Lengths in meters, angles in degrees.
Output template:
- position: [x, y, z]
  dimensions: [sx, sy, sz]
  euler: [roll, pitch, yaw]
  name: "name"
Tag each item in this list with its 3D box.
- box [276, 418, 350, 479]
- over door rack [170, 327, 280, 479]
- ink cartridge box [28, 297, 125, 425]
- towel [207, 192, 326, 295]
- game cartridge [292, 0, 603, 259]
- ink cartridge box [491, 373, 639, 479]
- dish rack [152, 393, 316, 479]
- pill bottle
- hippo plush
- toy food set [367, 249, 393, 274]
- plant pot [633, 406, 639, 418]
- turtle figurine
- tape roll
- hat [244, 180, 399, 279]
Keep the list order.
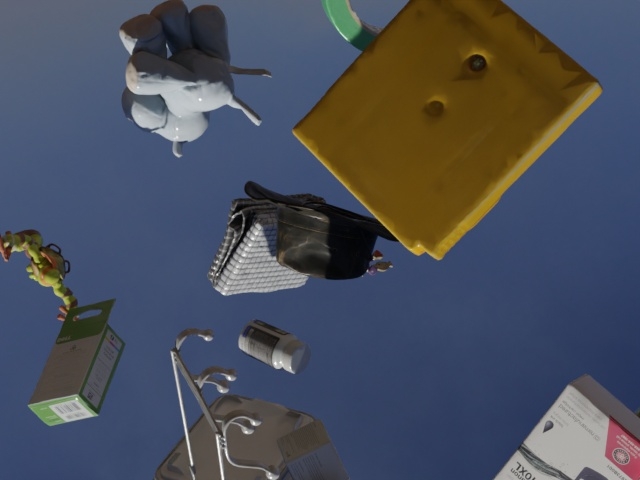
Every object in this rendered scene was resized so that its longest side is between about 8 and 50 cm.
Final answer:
- position: [-0.011, 0.380, 1.834]
  dimensions: [0.087, 0.101, 0.102]
  euler: [-25, -162, -4]
  name: "box"
- position: [-0.155, 0.326, 1.634]
  dimensions: [0.108, 0.324, 0.239]
  euler: [-5, -151, -24]
  name: "over door rack"
- position: [-0.400, 0.203, 1.810]
  dimensions: [0.109, 0.062, 0.209]
  euler: [-15, -140, 26]
  name: "ink cartridge box"
- position: [-0.120, 0.008, 2.531]
  dimensions: [0.284, 0.235, 0.121]
  euler: [-6, -135, -45]
  name: "towel"
- position: [0.161, -0.172, 1.435]
  dimensions: [0.323, 0.285, 0.053]
  euler: [-47, 155, 9]
  name: "game cartridge"
- position: [0.408, 0.361, 1.715]
  dimensions: [0.172, 0.237, 0.100]
  euler: [42, -157, 22]
  name: "ink cartridge box"
- position: [-0.175, 0.442, 2.258]
  dimensions: [0.286, 0.072, 0.333]
  euler: [10, -146, 25]
  name: "dish rack"
- position: [-0.092, 0.216, 2.175]
  dimensions: [0.137, 0.078, 0.078]
  euler: [20, -145, 35]
  name: "pill bottle"
- position: [-0.263, -0.311, 2.093]
  dimensions: [0.294, 0.234, 0.236]
  euler: [17, 151, -12]
  name: "hippo plush"
- position: [0.124, 0.047, 2.641]
  dimensions: [0.122, 0.078, 0.019]
  euler: [-21, 154, -50]
  name: "toy food set"
- position: [0.693, 0.395, 2.070]
  dimensions: [0.254, 0.276, 0.276]
  euler: [-43, -178, 31]
  name: "plant pot"
- position: [-0.534, 0.038, 2.051]
  dimensions: [0.087, 0.269, 0.217]
  euler: [-41, -154, -9]
  name: "turtle figurine"
- position: [0.159, -0.549, 2.278]
  dimensions: [0.321, 0.321, 0.077]
  euler: [-15, -153, -6]
  name: "tape roll"
- position: [0.000, 0.000, 1.953]
  dimensions: [0.331, 0.133, 0.331]
  euler: [18, -174, -2]
  name: "hat"
